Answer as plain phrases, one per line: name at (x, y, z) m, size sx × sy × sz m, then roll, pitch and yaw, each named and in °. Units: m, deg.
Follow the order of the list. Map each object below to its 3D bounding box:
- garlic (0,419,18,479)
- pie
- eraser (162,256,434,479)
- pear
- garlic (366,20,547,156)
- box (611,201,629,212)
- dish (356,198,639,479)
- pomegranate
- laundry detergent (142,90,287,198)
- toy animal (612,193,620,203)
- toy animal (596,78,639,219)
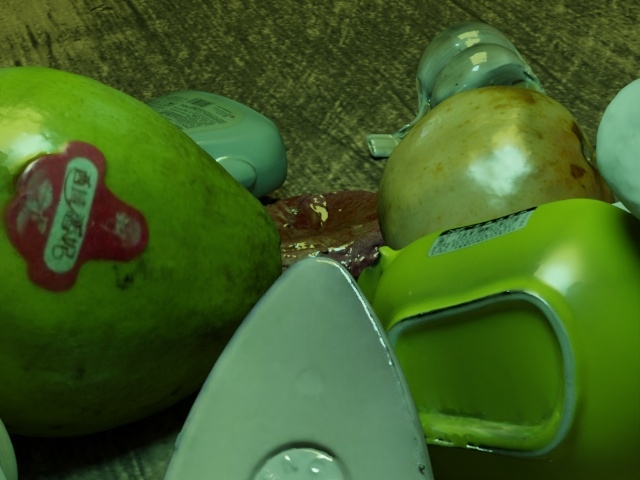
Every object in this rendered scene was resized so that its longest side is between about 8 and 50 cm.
garlic at (-0.284, 0.168, 1.301) m, size 0.185 × 0.203 × 0.281 m, roll 15°, pitch 24°, yaw 8°
pie at (0.000, 0.000, 1.792) m, size 0.182 × 0.049 × 0.182 m, roll -10°, pitch 19°, yaw 4°
eraser at (-0.006, 0.133, 1.297) m, size 0.204 × 0.243 × 0.059 m, roll 1°, pitch -16°, yaw 19°
pear at (-0.186, 0.015, 1.523) m, size 0.375 × 0.287 × 0.287 m, roll 10°, pitch 14°, yaw -27°
garlic at (0.133, -0.151, 2.040) m, size 0.194 × 0.127 × 0.131 m, roll -25°, pitch 25°, yaw 8°
box at (0.314, 0.047, 1.471) m, size 0.299 × 0.106 × 0.200 m, roll -16°, pitch 35°, yaw -16°
dish at (0.122, 0.086, 1.319) m, size 0.262 × 0.221 × 0.108 m, roll -4°, pitch 0°, yaw 31°
pomegranate at (0.143, -0.024, 1.604) m, size 0.207 × 0.207 × 0.207 m, roll -6°, pitch 23°, yaw 3°
laundry detergent at (-0.193, -0.057, 1.915) m, size 0.280 × 0.105 × 0.215 m, roll -24°, pitch 30°, yaw -38°
toy animal at (0.328, -0.069, 1.722) m, size 0.166 × 0.154 × 0.250 m, roll 4°, pitch 27°, yaw 6°
toy animal at (0.342, 0.016, 1.267) m, size 0.357 × 0.194 × 0.258 m, roll 25°, pitch 41°, yaw -13°
